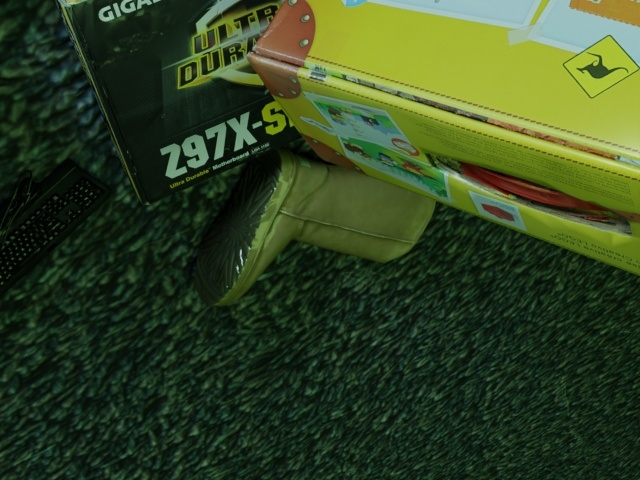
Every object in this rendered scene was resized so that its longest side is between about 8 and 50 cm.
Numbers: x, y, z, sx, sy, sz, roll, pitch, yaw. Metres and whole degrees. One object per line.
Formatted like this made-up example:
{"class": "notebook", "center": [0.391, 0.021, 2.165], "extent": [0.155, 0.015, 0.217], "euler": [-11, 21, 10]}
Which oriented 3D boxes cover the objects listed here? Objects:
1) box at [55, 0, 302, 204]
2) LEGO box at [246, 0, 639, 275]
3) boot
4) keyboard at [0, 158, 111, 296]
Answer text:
{"class": "box", "center": [-0.081, -0.206, 0.933], "extent": [0.322, 0.079, 0.257], "euler": [-25, 140, -13]}
{"class": "LEGO box", "center": [0.251, -0.191, 0.760], "extent": [0.372, 0.500, 0.193], "euler": [-59, 147, -12]}
{"class": "boot", "center": [0.000, 0.000, 1.175], "extent": [0.269, 0.089, 0.236], "euler": [11, 122, -42]}
{"class": "keyboard", "center": [-0.320, -0.005, 0.988], "extent": [0.192, 0.038, 0.100], "euler": [-42, 139, 6]}
